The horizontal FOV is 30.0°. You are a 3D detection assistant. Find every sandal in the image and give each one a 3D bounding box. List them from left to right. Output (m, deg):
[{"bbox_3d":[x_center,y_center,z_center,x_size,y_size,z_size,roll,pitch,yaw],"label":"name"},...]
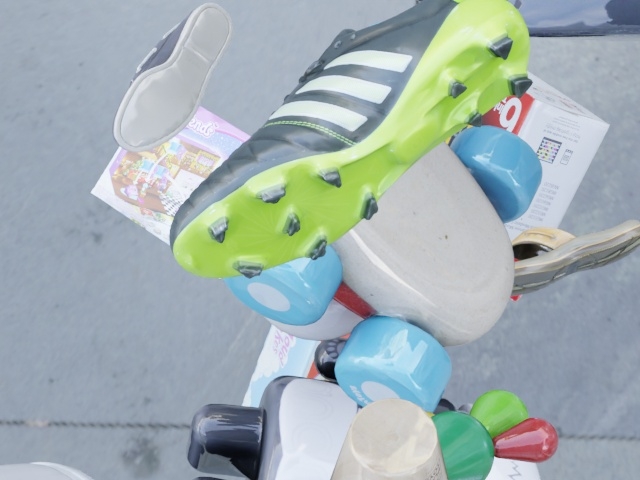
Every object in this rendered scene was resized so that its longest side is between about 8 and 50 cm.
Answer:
[{"bbox_3d":[0.206,0.009,1.080,0.180,0.072,0.049,-19,71,-7],"label":"sandal"}]

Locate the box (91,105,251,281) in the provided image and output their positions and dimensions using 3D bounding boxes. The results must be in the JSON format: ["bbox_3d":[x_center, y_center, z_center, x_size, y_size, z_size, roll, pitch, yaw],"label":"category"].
[{"bbox_3d":[-0.173,-0.080,1.772,0.293,0.057,0.201,33,91,22],"label":"box"}]

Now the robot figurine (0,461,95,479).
[{"bbox_3d":[-0.319,0.320,1.162,0.300,0.353,0.200,44,101,23],"label":"robot figurine"}]

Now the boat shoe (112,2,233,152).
[{"bbox_3d":[-0.168,-0.174,1.317,0.075,0.065,0.206,42,62,-24],"label":"boat shoe"}]

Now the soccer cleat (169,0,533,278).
[{"bbox_3d":[0.008,-0.049,0.514,0.179,0.072,0.060,-35,136,-4],"label":"soccer cleat"}]

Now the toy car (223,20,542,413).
[{"bbox_3d":[0.000,0.000,0.876,0.210,0.219,0.238,43,147,-23],"label":"toy car"}]

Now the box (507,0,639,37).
[{"bbox_3d":[0.216,-0.175,0.718,0.153,0.207,0.108,5,100,34],"label":"box"}]

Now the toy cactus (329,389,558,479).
[{"bbox_3d":[0.033,0.135,0.512,0.219,0.180,0.112,-36,60,-22],"label":"toy cactus"}]

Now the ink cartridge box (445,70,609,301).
[{"bbox_3d":[0.214,-0.108,1.651,0.130,0.309,0.272,14,109,-27],"label":"ink cartridge box"}]

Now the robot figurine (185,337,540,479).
[{"bbox_3d":[0.031,0.199,0.925,0.278,0.173,0.209,9,101,-6],"label":"robot figurine"}]

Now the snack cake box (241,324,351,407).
[{"bbox_3d":[0.006,0.162,1.412,0.152,0.089,0.264,1,123,-33],"label":"snack cake box"}]
